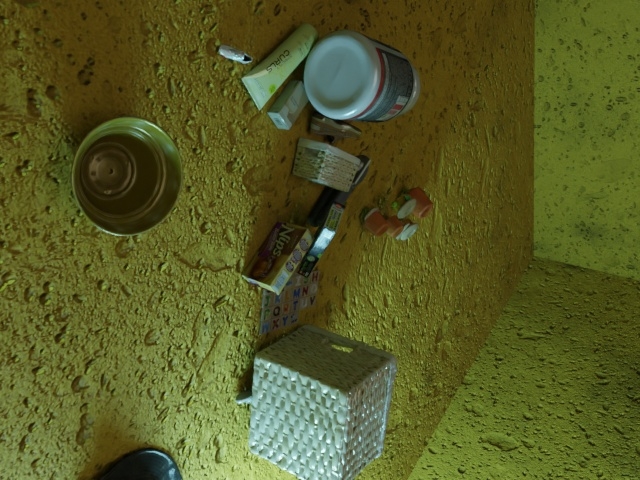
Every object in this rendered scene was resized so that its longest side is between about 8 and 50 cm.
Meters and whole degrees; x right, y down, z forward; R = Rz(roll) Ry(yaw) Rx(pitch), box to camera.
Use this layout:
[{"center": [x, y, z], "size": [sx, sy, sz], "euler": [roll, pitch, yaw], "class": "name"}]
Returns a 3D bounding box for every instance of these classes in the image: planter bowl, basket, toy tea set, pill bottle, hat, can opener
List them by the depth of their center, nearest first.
[{"center": [-0.372, -0.124, 0.908], "size": [0.217, 0.090, 0.217], "euler": [-23, 121, -45], "class": "planter bowl"}, {"center": [-0.412, 0.661, 1.114], "size": [0.331, 0.134, 0.331], "euler": [-23, 120, -45], "class": "hat"}, {"center": [0.131, -0.427, 1.321], "size": [0.363, 0.210, 0.210], "euler": [-18, 117, -58], "class": "pill bottle"}, {"center": [0.014, -0.206, 1.354], "size": [0.167, 0.113, 0.103], "euler": [13, 97, -53], "class": "basket"}, {"center": [0.001, 0.456, 1.378], "size": [0.266, 0.328, 0.331], "euler": [-13, 113, -57], "class": "basket"}, {"center": [0.069, -0.141, 1.476], "size": [0.283, 0.076, 0.095], "euler": [-58, 139, -19], "class": "can opener"}, {"center": [0.266, -0.107, 1.740], "size": [0.336, 0.124, 0.200], "euler": [1, 132, -55], "class": "toy tea set"}]

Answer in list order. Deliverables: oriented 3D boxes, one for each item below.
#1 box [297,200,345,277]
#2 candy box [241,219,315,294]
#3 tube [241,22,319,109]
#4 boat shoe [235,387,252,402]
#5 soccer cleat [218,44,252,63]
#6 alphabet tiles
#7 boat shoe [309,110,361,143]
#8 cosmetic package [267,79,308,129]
[{"center": [0.000, 0.000, 1.350], "size": [0.207, 0.036, 0.114], "euler": [-59, -173, 43], "class": "box"}, {"center": [-0.109, 0.042, 1.288], "size": [0.187, 0.109, 0.053], "euler": [-58, 140, -19], "class": "candy box"}, {"center": [-0.093, -0.427, 1.181], "size": [0.070, 0.062, 0.240], "euler": [41, 70, -8], "class": "tube"}, {"center": [-0.201, 0.443, 1.383], "size": [0.100, 0.035, 0.035], "euler": [-16, 113, -55], "class": "boat shoe"}, {"center": [-0.187, -0.412, 1.081], "size": [0.083, 0.035, 0.029], "euler": [5, 99, -53], "class": "soccer cleat"}, {"center": [-0.085, 0.159, 1.445], "size": [0.237, 0.009, 0.198], "euler": [-8, 109, -50], "class": "alphabet tiles"}, {"center": [0.039, -0.310, 1.393], "size": [0.190, 0.068, 0.072], "euler": [7, 110, -43], "class": "boat shoe"}, {"center": [-0.079, -0.344, 1.240], "size": [0.115, 0.041, 0.060], "euler": [-60, 140, -17], "class": "cosmetic package"}]
